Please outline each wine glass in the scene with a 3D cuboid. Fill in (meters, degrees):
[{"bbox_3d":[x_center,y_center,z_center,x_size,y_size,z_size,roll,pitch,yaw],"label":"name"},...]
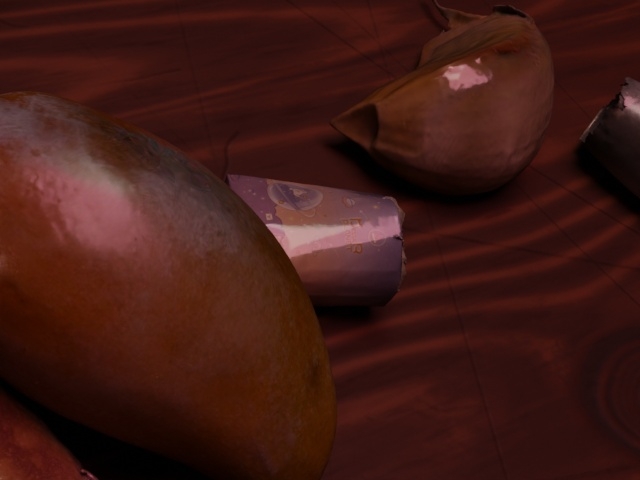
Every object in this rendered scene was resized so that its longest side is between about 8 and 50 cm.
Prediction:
[{"bbox_3d":[0.383,-0.082,1.368,0.204,0.111,0.111,38,44,5],"label":"wine glass"}]

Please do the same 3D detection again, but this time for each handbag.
[{"bbox_3d":[0.000,0.000,1.112,0.173,0.095,0.117,3,52,-20],"label":"handbag"}]

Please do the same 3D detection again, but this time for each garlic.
[{"bbox_3d":[0.156,-0.179,1.332,0.196,0.151,0.338,21,41,10],"label":"garlic"}]

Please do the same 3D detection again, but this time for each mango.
[{"bbox_3d":[-0.128,0.043,0.911,0.384,0.199,0.221,45,16,-12],"label":"mango"}]

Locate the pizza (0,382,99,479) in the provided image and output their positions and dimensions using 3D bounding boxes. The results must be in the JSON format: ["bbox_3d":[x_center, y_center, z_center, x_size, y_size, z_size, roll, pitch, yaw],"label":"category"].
[{"bbox_3d":[-0.208,0.191,0.832,0.305,0.085,0.161,53,27,21],"label":"pizza"}]
